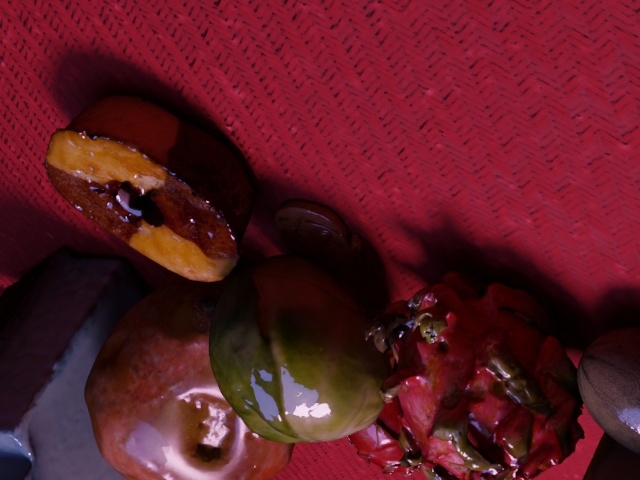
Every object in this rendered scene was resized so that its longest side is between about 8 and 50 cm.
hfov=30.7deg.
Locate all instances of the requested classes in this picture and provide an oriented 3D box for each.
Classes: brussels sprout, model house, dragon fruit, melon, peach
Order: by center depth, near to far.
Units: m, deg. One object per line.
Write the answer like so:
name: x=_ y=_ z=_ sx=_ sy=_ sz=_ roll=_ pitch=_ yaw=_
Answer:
melon: x=0.256 y=0.117 z=0.881 sx=0.131 sy=0.098 sz=0.098 roll=34 pitch=151 yaw=0
dragon fruit: x=0.118 y=0.113 z=0.933 sx=0.172 sy=0.166 sz=0.160 roll=63 pitch=-171 yaw=-1
brussels sprout: x=-0.015 y=0.102 z=0.980 sx=0.131 sy=0.145 sz=0.183 roll=-34 pitch=109 yaw=9
peach: x=-0.118 y=0.131 z=1.113 sx=0.214 sy=0.214 sz=0.235 roll=22 pitch=131 yaw=11
dragon fruit: x=0.060 y=0.140 z=1.116 sx=0.094 sy=0.094 sz=0.190 roll=6 pitch=122 yaw=35
model house: x=-0.313 y=0.181 z=1.252 sx=0.249 sy=0.280 sz=0.230 roll=-2 pitch=132 yaw=32

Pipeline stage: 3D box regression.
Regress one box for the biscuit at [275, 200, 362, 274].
biscuit: x=0.000 y=0.000 z=0.994 sx=0.078 sy=0.015 sz=0.091 roll=10 pitch=147 yaw=30

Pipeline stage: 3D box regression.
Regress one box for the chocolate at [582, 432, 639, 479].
chocolate: x=0.320 y=0.262 z=0.875 sx=0.301 sy=0.288 sz=0.137 roll=6 pitch=133 yaw=34

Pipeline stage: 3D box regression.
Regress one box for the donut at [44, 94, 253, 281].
donut: x=-0.137 y=-0.047 z=0.974 sx=0.184 sy=0.073 sz=0.166 roll=27 pitch=152 yaw=4
